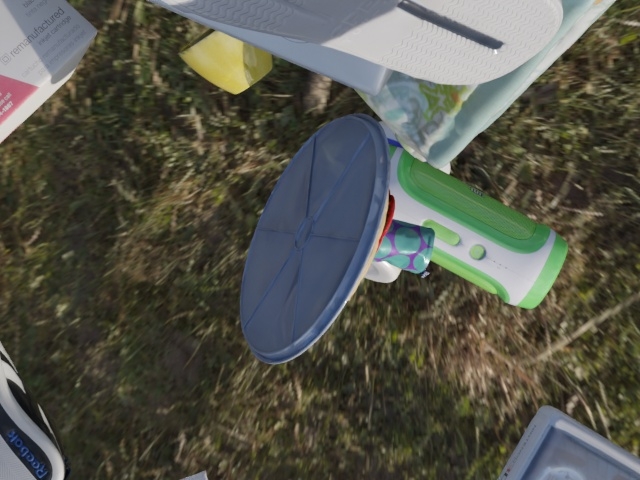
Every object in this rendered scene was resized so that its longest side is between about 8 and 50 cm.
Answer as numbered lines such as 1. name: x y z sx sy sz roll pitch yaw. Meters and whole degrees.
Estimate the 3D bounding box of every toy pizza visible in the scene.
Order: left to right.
1. toy pizza: 0.000 0.000 0.888 0.032 0.201 0.201 23 99 -24

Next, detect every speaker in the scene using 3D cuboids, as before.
1. speaker: 0.190 -0.020 1.642 0.296 0.131 0.131 28 98 0

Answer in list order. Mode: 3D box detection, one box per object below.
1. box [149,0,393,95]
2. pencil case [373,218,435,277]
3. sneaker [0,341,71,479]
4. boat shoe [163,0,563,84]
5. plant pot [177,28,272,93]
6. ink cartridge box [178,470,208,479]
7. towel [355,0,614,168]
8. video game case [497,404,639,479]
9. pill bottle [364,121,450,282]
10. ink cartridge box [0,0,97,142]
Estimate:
1. box: -0.064 -0.289 0.853 0.345 0.168 0.215 24 126 2
2. pencil case: 0.071 0.002 1.504 0.151 0.064 0.070 13 139 -22
3. sneaker: -0.299 0.136 1.045 0.079 0.121 0.217 -30 89 -9
4. boat shoe: -0.009 -0.167 0.545 0.121 0.335 0.119 -35 60 24
5. plant pot: -0.123 -0.268 1.689 0.134 0.134 0.095 -34 105 7
6. ink cartridge box: -0.143 0.276 1.068 0.143 0.092 0.090 -17 72 -16
7. towel: 0.092 -0.264 1.065 0.090 0.374 0.320 -34 83 -30
8. video game case: 0.129 0.189 0.486 0.190 0.022 0.173 31 88 -7
9. pill bottle: 0.106 -0.086 1.801 0.152 0.152 0.272 27 75 0
10. ink cartridge box: -0.311 -0.177 0.919 0.218 0.092 0.158 42 58 -8
